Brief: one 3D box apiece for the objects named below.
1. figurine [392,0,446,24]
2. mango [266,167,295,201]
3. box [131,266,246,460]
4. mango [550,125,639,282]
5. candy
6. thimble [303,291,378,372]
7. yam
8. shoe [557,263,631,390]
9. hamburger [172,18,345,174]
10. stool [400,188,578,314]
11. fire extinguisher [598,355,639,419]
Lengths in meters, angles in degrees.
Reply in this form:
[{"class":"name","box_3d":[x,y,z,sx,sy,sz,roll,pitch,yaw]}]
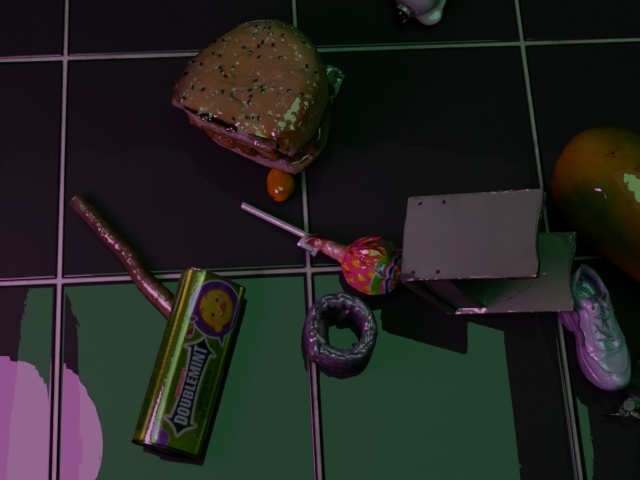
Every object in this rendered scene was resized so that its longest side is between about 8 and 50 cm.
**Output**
[{"class":"figurine","box_3d":[0.228,-0.552,2.121,0.147,0.126,0.192,43,91,1]},{"class":"mango","box_3d":[-0.081,-0.122,2.009,0.060,0.046,0.089,5,59,1]},{"class":"box","box_3d":[-0.245,0.235,1.841,0.134,0.097,0.345,27,68,-33]},{"class":"mango","box_3d":[0.639,-0.036,1.870,0.232,0.300,0.445,-45,69,3]},{"class":"candy","box_3d":[0.000,0.000,1.955,0.365,0.124,0.124,26,73,15]},{"class":"thimble","box_3d":[0.038,0.178,1.886,0.150,0.098,0.150,1,71,-3]},{"class":"yam","box_3d":[-0.388,0.033,1.946,0.045,0.045,0.327,-45,78,7]},{"class":"shoe","box_3d":[0.531,0.164,1.862,0.095,0.137,0.245,-15,56,-6]},{"class":"hamburger","box_3d":[-0.117,-0.300,1.975,0.318,0.195,0.277,21,73,21]},{"class":"stool","box_3d":[0.318,0.029,1.821,0.270,0.243,0.170,-3,70,29]},{"class":"fire extinguisher","box_3d":[0.659,0.249,1.887,0.118,0.093,0.294,33,72,32]}]
